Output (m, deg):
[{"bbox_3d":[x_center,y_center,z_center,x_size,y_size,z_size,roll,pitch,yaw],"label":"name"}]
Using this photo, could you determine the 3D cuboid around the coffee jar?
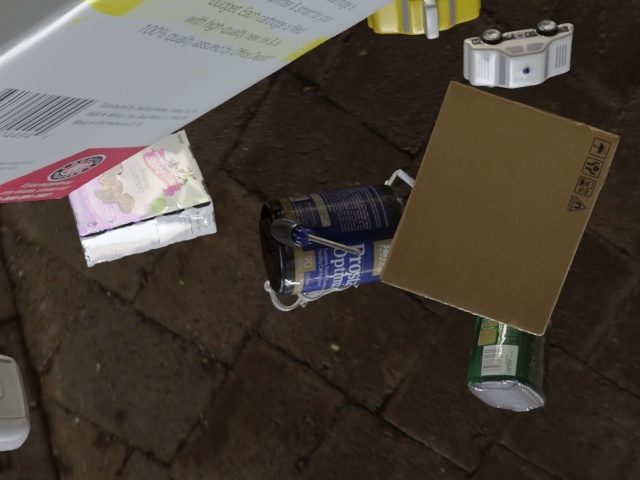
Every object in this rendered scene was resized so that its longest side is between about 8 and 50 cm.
[{"bbox_3d":[0.217,0.091,1.243,0.096,0.079,0.184,42,50,-46],"label":"coffee jar"}]

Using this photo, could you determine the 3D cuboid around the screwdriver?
[{"bbox_3d":[0.000,0.000,0.856,0.025,0.170,0.024,14,91,-28],"label":"screwdriver"}]

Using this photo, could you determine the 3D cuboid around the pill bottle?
[{"bbox_3d":[0.041,-0.005,1.388,0.219,0.123,0.122,-9,97,-13],"label":"pill bottle"}]

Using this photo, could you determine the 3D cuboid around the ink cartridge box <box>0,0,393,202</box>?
[{"bbox_3d":[-0.092,-0.170,0.587,0.385,0.279,0.160,-28,85,17],"label":"ink cartridge box"}]

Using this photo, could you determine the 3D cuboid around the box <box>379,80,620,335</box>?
[{"bbox_3d":[0.164,-0.029,1.028,0.164,0.021,0.201,19,103,2],"label":"box"}]

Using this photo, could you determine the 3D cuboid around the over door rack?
[{"bbox_3d":[0.067,-0.037,1.642,0.324,0.239,0.108,-42,97,-23],"label":"over door rack"}]

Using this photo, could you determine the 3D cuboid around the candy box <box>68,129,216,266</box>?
[{"bbox_3d":[-0.270,-0.065,1.635,0.196,0.165,0.070,-16,140,-11],"label":"candy box"}]

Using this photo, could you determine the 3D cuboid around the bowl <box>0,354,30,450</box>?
[{"bbox_3d":[-0.454,0.209,1.487,0.053,0.142,0.142,-38,147,31],"label":"bowl"}]

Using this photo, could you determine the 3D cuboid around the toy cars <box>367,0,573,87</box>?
[{"bbox_3d":[0.253,-0.332,1.798,0.394,0.087,0.176,22,128,-28],"label":"toy cars"}]
